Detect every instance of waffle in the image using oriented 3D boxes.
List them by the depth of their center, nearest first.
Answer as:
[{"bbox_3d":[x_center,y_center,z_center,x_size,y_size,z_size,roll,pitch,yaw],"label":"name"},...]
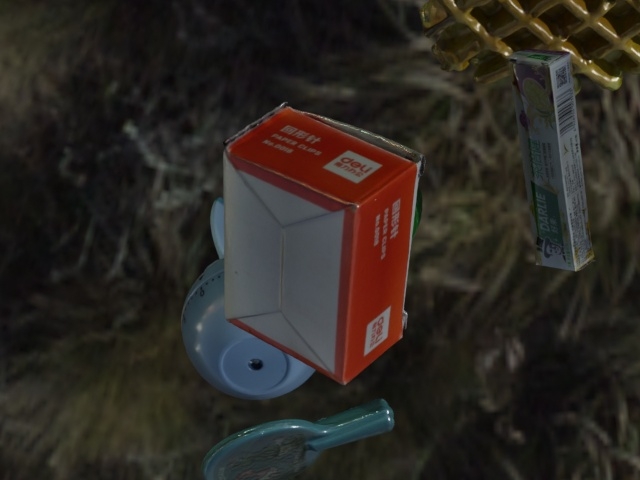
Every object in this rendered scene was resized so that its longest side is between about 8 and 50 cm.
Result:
[{"bbox_3d":[0.221,-0.239,1.582,0.283,0.065,0.309,1,134,2],"label":"waffle"}]

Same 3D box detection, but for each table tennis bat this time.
[{"bbox_3d":[-0.023,0.203,1.773,0.201,0.033,0.124,-18,149,-2],"label":"table tennis bat"}]

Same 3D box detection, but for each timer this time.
[{"bbox_3d":[-0.083,0.075,1.917,0.175,0.255,0.175,-6,109,-17],"label":"timer"}]

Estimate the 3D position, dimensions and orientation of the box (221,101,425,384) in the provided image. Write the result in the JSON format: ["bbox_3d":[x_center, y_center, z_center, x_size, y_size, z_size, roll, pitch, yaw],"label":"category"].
[{"bbox_3d":[0.000,0.000,1.404,0.133,0.099,0.182,23,131,28],"label":"box"}]

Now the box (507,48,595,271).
[{"bbox_3d":[0.209,-0.072,1.606,0.050,0.041,0.207,10,121,41],"label":"box"}]

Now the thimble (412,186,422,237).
[{"bbox_3d":[0.028,-0.028,1.677,0.130,0.090,0.118,35,113,1],"label":"thimble"}]
